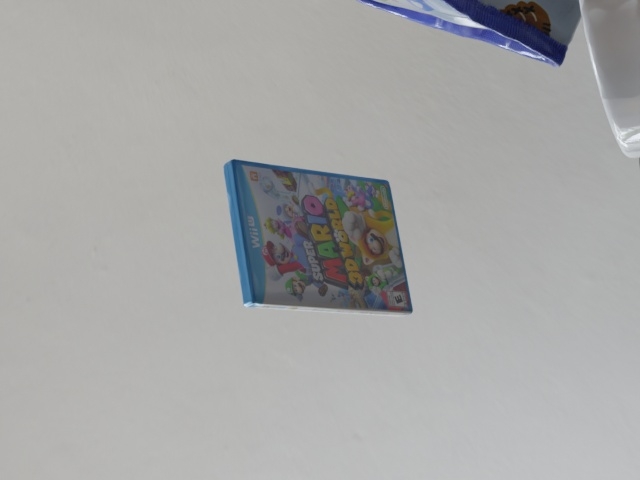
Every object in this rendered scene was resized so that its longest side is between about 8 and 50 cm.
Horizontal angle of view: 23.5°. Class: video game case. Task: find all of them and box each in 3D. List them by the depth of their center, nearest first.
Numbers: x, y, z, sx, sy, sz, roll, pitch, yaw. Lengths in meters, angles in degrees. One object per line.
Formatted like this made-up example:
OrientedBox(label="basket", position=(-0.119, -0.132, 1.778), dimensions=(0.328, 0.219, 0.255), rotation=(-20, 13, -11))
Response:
OrientedBox(label="video game case", position=(0.000, 0.000, 1.233), dimensions=(0.166, 0.015, 0.119), rotation=(6, -113, -39))

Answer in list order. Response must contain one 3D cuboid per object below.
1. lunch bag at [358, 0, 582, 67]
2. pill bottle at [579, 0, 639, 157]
OrientedBox(label="lunch bag", position=(0.067, -0.347, 1.190), dimensions=(0.239, 0.385, 0.328), rotation=(24, -85, -33))
OrientedBox(label="pill bottle", position=(0.298, -0.140, 0.863), dimensions=(0.283, 0.161, 0.161), rotation=(-12, -74, 19))
